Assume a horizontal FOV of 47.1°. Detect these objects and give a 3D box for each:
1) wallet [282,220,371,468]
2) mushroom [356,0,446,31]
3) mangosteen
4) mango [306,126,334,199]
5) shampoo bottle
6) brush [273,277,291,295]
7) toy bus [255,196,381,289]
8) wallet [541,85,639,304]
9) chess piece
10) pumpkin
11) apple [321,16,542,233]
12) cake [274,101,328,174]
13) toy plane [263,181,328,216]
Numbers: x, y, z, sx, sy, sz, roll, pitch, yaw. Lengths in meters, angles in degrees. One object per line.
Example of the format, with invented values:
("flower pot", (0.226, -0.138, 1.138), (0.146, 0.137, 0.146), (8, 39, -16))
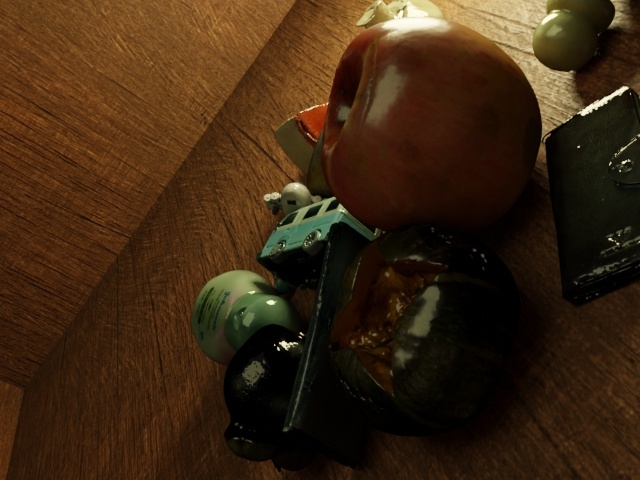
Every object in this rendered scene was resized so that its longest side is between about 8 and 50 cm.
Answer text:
("wallet", (0.045, 0.165, 1.212), (0.046, 0.191, 0.378), (-12, 52, 39))
("mushroom", (0.173, -0.464, 1.696), (0.246, 0.202, 0.246), (-30, 39, 28))
("mangosteen", (-0.065, 0.272, 1.265), (0.243, 0.243, 0.242), (-42, 30, 30))
("mango", (0.048, -0.194, 1.681), (0.316, 0.146, 0.192), (-40, 25, 53))
("shampoo bottle", (-0.161, 0.180, 1.618), (0.350, 0.151, 0.221), (7, 72, 62))
("brush", (-0.063, 0.049, 1.724), (0.032, 0.043, 0.193), (101, -170, -57))
("toy bus", (0.000, 0.000, 1.558), (0.271, 0.133, 0.164), (-15, 43, 52))
("wallet", (0.395, -0.072, 1.029), (0.172, 0.045, 0.317), (-36, 34, 41))
("chess piece", (0.443, -0.404, 1.227), (0.251, 0.145, 0.144), (-64, 25, -1))
("pumpkin", (0.142, 0.125, 1.068), (0.320, 0.192, 0.320), (-35, 43, 41))
("apple", (0.181, -0.179, 1.207), (0.364, 0.364, 0.363), (-42, 30, 30))
("cake", (-0.004, -0.320, 1.893), (0.158, 0.160, 0.261), (-21, 42, 56))
("toy plane", (-0.047, -0.079, 1.690), (0.174, 0.174, 0.080), (-22, 49, 51))
